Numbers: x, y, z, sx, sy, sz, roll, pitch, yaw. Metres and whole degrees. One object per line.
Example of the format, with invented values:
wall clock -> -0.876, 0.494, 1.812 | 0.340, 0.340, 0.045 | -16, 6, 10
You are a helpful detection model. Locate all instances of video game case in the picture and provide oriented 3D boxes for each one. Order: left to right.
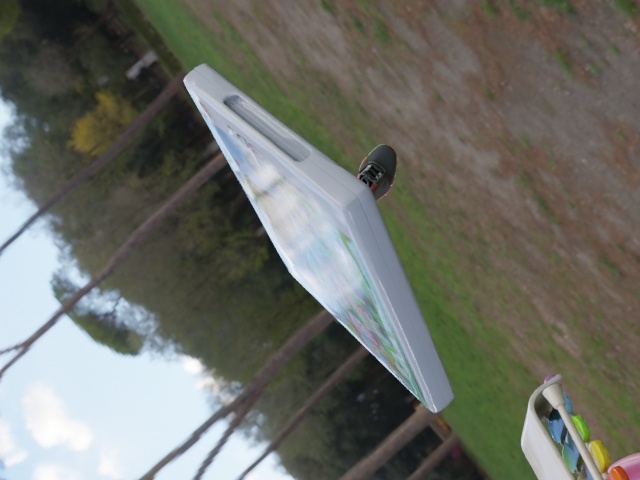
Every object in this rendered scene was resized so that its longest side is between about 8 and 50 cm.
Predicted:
video game case -> 0.000, 0.000, 0.612 | 0.193, 0.023, 0.212 | 42, 165, 44

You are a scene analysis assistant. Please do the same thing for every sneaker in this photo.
sneaker -> 0.079, -0.090, 1.424 | 0.061, 0.158, 0.065 | 26, 160, 5

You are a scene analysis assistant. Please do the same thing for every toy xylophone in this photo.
toy xylophone -> 0.387, 0.338, 1.325 | 0.236, 0.081, 0.322 | 89, 161, -56

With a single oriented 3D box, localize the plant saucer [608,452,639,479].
plant saucer -> 0.526, 0.509, 1.462 | 0.084, 0.332, 0.332 | 27, -175, -17
